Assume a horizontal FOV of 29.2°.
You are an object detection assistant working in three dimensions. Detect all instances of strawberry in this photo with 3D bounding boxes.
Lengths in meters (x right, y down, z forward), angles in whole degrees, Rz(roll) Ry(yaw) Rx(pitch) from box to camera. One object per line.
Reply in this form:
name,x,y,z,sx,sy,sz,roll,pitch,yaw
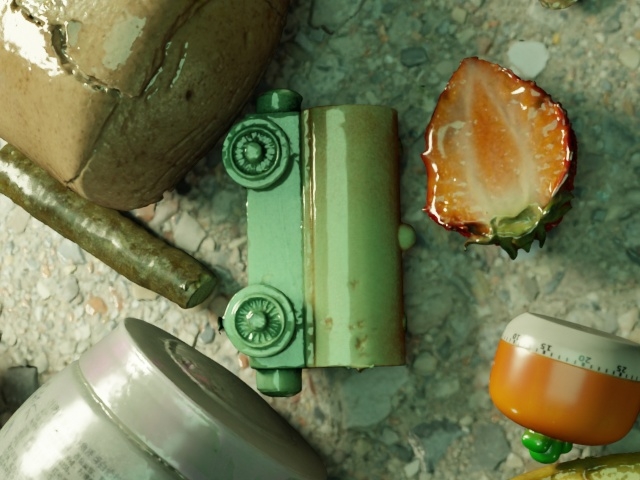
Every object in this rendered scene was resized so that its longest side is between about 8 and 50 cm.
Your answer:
strawberry,0.155,-0.073,1.095,0.146,0.082,0.187,-17,73,11

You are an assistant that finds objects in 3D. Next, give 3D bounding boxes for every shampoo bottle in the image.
shampoo bottle,-0.153,0.228,1.069,0.273,0.273,0.266,40,90,18

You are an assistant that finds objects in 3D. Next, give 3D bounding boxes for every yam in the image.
yam,-0.222,-0.014,1.233,0.274,0.061,0.061,32,95,18

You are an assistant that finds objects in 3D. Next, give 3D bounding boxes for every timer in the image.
timer,0.207,0.130,1.049,0.136,0.099,0.136,1,91,31

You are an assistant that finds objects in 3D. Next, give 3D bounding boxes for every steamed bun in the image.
steamed bun,-0.193,-0.198,1.137,0.251,0.199,0.301,34,93,41

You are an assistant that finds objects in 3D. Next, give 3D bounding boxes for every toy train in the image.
toy train,0.000,0.000,1.134,0.177,0.116,0.285,-2,82,7

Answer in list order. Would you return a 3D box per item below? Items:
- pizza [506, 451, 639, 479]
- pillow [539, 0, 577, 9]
pizza,0.267,0.262,1.021,0.204,0.080,0.188,-22,78,15
pillow,0.182,-0.313,1.134,0.211,0.034,0.135,39,99,20
